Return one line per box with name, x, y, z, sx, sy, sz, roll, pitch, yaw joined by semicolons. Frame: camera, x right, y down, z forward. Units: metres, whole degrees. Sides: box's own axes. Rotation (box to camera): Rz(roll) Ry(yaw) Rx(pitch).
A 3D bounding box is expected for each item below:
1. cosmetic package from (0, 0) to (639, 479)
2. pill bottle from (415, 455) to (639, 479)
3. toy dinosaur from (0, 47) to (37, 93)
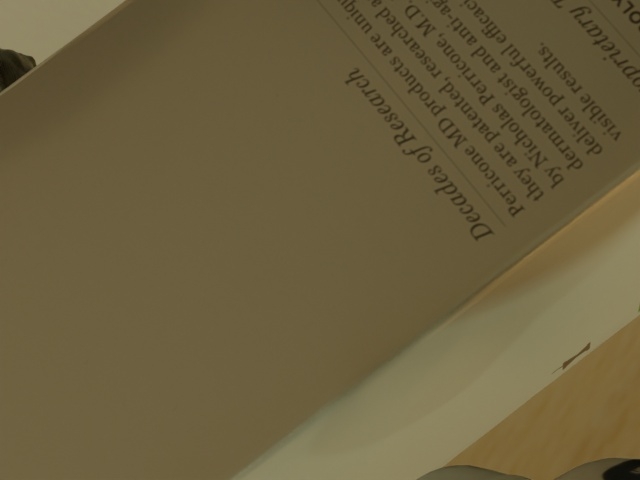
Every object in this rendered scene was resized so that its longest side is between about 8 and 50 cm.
cosmetic package;0.000;0.000;0.565;0.155;0.365;0.197;51;178;19
pill bottle;0.098;0.113;0.413;0.108;0.108;0.180;4;-178;-44
toy dinosaur;-0.202;-0.081;1.038;0.268;0.064;0.118;51;-146;-63
